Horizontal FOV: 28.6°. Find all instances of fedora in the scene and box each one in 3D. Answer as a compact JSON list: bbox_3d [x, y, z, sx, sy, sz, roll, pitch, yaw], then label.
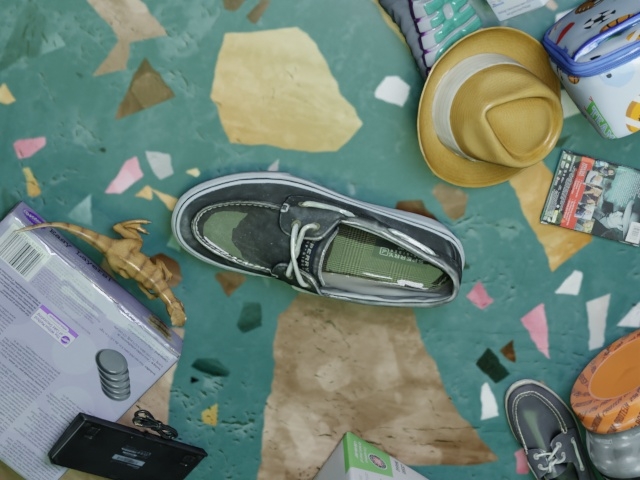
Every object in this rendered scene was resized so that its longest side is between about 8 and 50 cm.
[{"bbox_3d":[0.195,-0.132,1.332,0.194,0.079,0.194,-13,117,-26],"label":"fedora"}]

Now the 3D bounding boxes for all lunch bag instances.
[{"bbox_3d":[0.384,-0.221,1.256,0.303,0.243,0.115,-28,105,8],"label":"lunch bag"}]

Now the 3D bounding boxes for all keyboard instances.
[{"bbox_3d":[-0.215,0.238,1.460,0.180,0.023,0.108,25,117,-39],"label":"keyboard"}]

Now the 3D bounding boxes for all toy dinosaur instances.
[{"bbox_3d":[-0.223,0.012,1.388,0.211,0.112,0.064,34,104,-9],"label":"toy dinosaur"}]

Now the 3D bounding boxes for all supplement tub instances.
[{"bbox_3d":[0.435,0.259,1.425,0.193,0.193,0.316,-37,103,10],"label":"supplement tub"}]

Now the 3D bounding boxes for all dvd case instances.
[{"bbox_3d":[0.319,-0.048,1.426,0.119,0.013,0.087,14,106,-3],"label":"dvd case"}]

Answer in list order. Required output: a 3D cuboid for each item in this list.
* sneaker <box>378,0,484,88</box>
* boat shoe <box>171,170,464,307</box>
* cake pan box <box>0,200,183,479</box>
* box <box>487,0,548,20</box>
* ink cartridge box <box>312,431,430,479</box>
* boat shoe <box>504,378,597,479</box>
[{"bbox_3d":[0.114,-0.236,1.351,0.083,0.098,0.224,-37,128,-23],"label":"sneaker"},{"bbox_3d":[0.000,0.000,1.383,0.335,0.119,0.121,7,106,-3],"label":"boat shoe"},{"bbox_3d":[-0.335,0.124,1.445,0.267,0.070,0.246,41,100,-11],"label":"cake pan box"},{"bbox_3d":[0.208,-0.319,1.286,0.126,0.072,0.137,-41,106,-28],"label":"box"},{"bbox_3d":[0.118,0.367,1.451,0.273,0.198,0.115,32,103,-10],"label":"ink cartridge box"},{"bbox_3d":[0.284,0.258,1.489,0.075,0.065,0.206,-26,105,7],"label":"boat shoe"}]
